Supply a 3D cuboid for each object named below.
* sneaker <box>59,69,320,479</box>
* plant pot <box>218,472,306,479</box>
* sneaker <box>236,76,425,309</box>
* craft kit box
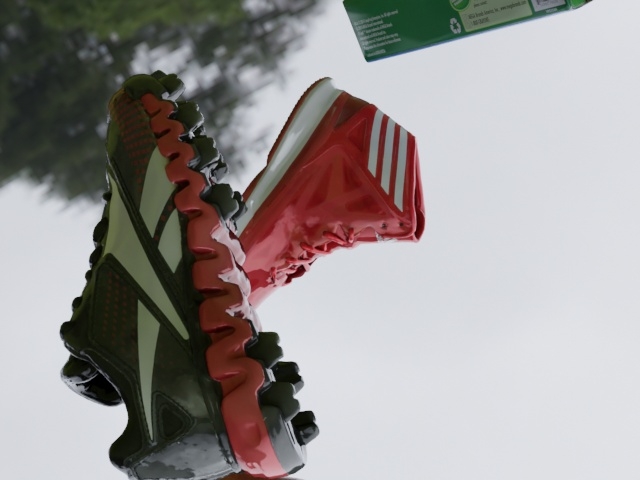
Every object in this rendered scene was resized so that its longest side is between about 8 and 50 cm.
[{"bbox_3d":[-0.100,0.025,1.076,0.135,0.098,0.276,-20,-116,4],"label":"sneaker"},{"bbox_3d":[0.038,0.314,1.430,0.265,0.272,0.272,1,-141,22],"label":"plant pot"},{"bbox_3d":[0.000,0.000,1.366,0.221,0.128,0.087,-63,170,9],"label":"sneaker"},{"bbox_3d":[0.178,-0.206,1.256,0.246,0.061,0.250,-26,-170,-29],"label":"craft kit box"}]
